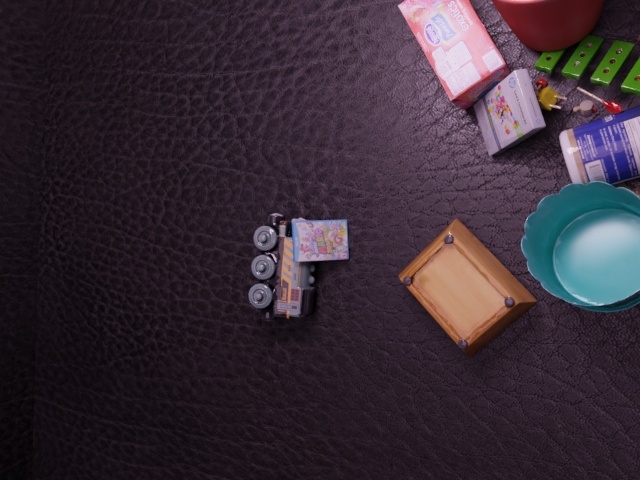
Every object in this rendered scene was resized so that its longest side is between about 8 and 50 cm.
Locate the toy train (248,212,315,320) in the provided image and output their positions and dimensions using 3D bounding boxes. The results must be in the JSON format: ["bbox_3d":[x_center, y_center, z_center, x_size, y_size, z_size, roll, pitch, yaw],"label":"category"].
[{"bbox_3d":[-0.105,0.086,1.618,0.190,0.142,0.333,5,90,15],"label":"toy train"}]

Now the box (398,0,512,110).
[{"bbox_3d":[0.346,-0.504,1.346,0.154,0.142,0.299,-32,76,26],"label":"box"}]

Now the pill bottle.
[{"bbox_3d":[0.681,-0.211,1.160,0.265,0.153,0.153,-17,83,28],"label":"pill bottle"}]

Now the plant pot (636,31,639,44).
[{"bbox_3d":[0.767,-0.483,1.113,0.167,0.167,0.165,29,112,25],"label":"plant pot"}]

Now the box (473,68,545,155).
[{"bbox_3d":[0.453,-0.304,1.283,0.186,0.038,0.145,145,111,-72],"label":"box"}]

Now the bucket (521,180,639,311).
[{"bbox_3d":[0.605,0.023,1.157,0.281,0.183,0.281,-12,70,37],"label":"bucket"}]

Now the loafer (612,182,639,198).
[{"bbox_3d":[0.720,-0.096,1.196,0.148,0.056,0.050,32,111,25],"label":"loafer"}]

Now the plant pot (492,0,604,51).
[{"bbox_3d":[0.510,-0.571,1.172,0.275,0.243,0.274,-9,69,26],"label":"plant pot"}]

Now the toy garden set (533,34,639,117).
[{"bbox_3d":[0.610,-0.364,1.212,0.244,0.049,0.203,32,87,36],"label":"toy garden set"}]

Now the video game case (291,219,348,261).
[{"bbox_3d":[0.000,0.000,1.556,0.166,0.015,0.119,-3,90,-14],"label":"video game case"}]

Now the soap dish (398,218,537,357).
[{"bbox_3d":[0.362,0.124,1.362,0.229,0.118,0.291,-47,71,21],"label":"soap dish"}]

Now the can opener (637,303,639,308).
[{"bbox_3d":[0.830,0.099,1.128,0.280,0.074,0.093,-25,80,27],"label":"can opener"}]
